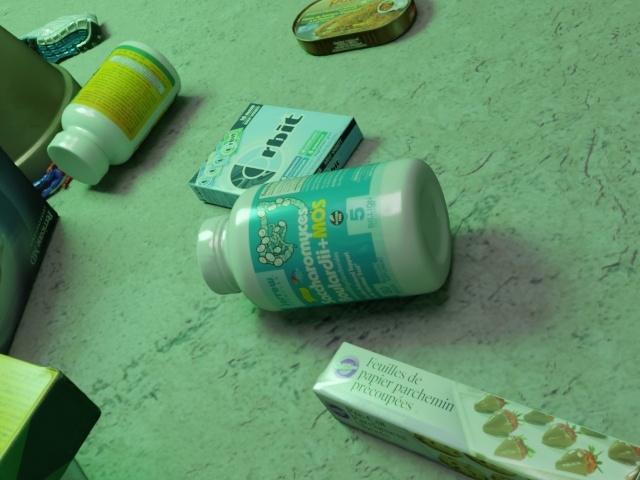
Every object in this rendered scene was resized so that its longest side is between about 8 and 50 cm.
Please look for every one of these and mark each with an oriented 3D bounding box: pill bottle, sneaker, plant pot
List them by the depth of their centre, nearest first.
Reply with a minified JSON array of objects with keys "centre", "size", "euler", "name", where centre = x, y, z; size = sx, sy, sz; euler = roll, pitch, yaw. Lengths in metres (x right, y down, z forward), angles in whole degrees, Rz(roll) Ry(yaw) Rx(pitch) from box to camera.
[{"centre":[0.000,0.000,1.057],"size":[0.264,0.146,0.146],"euler":[-9,47,24],"name":"pill bottle"},{"centre":[-0.308,-0.187,1.429],"size":[0.118,0.117,0.208],"euler":[10,57,36],"name":"pill bottle"},{"centre":[-0.565,-0.226,1.498],"size":[0.323,0.280,0.323],"euler":[-16,46,17],"name":"plant pot"},{"centre":[-0.483,-0.362,1.740],"size":[0.191,0.071,0.083],"euler":[-18,37,3],"name":"sneaker"}]

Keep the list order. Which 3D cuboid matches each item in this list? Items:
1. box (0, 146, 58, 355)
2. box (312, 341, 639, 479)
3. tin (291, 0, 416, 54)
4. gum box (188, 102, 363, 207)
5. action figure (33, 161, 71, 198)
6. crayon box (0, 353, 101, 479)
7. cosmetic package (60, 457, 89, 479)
[{"centre":[-0.526,-0.009,1.259],"size":[0.183,0.294,0.296],"euler":[-10,47,19],"name":"box"},{"centre":[0.139,0.175,0.874],"size":[0.324,0.067,0.063],"euler":[16,60,38],"name":"box"},{"centre":[0.050,-0.324,1.412],"size":[0.190,0.040,0.106],"euler":[-4,53,27],"name":"tin"},{"centre":[-0.060,-0.105,1.266],"size":[0.184,0.041,0.157],"euler":[14,59,37],"name":"gum box"},{"centre":[-0.401,-0.097,1.459],"size":[0.115,0.038,0.030],"euler":[-49,23,-16],"name":"action figure"},{"centre":[-0.372,0.250,0.883],"size":[0.202,0.081,0.318],"euler":[9,55,35],"name":"crayon box"},{"centre":[-0.349,0.304,0.983],"size":[0.225,0.138,0.224],"euler":[-41,43,-12],"name":"cosmetic package"}]
